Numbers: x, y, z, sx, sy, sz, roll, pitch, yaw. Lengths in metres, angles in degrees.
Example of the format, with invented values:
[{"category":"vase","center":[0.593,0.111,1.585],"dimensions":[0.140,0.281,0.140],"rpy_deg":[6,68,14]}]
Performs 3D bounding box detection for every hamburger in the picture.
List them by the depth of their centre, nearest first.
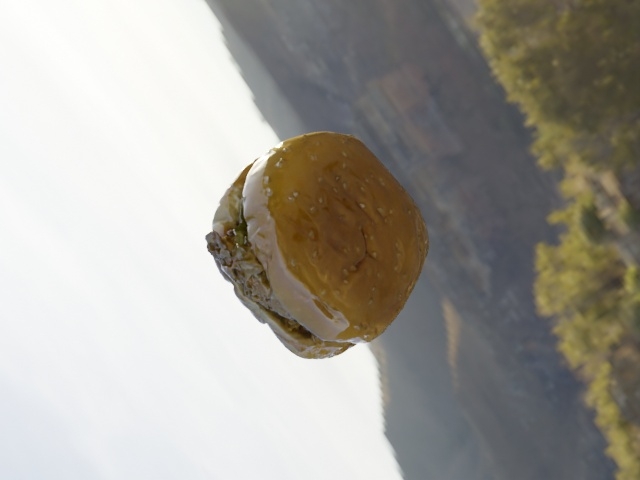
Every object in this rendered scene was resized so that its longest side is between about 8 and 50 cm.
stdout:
[{"category":"hamburger","center":[0.000,0.000,0.914],"dimensions":[0.138,0.083,0.147],"rpy_deg":[46,-134,-10]}]
